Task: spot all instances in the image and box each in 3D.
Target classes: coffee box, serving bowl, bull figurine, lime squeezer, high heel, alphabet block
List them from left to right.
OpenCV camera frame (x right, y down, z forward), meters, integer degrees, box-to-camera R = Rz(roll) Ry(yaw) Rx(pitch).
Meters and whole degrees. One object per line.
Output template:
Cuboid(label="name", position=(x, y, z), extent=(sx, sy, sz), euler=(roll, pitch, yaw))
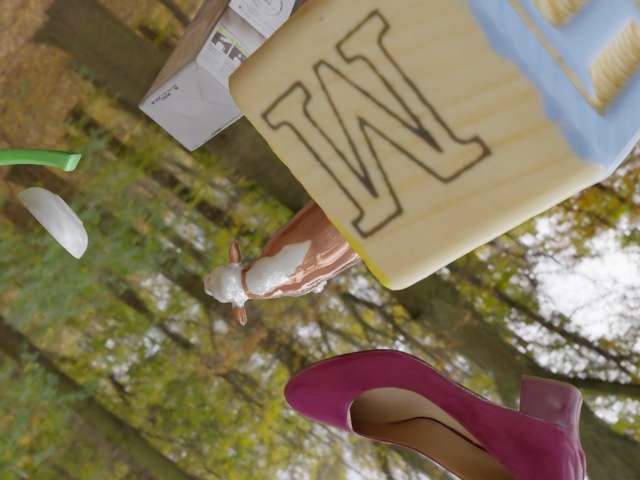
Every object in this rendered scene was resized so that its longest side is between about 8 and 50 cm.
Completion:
Cuboid(label="lime squeezer", position=(-0.351, -0.126, 0.947), extent=(0.059, 0.310, 0.110), euler=(-27, 152, -44))
Cuboid(label="serving bowl", position=(-0.250, -0.022, 0.970), extent=(0.027, 0.083, 0.083), euler=(-43, -170, -7))
Cuboid(label="coffee box", position=(-0.123, -0.256, 1.346), extent=(0.141, 0.098, 0.246), euler=(-26, -148, 45))
Cuboid(label="bull figurine", position=(0.000, 0.000, 1.295), extent=(0.310, 0.101, 0.188), euler=(-33, 172, 15))
Cuboid(label="high heel", position=(0.118, 0.232, 1.195), extent=(0.377, 0.127, 0.181), euler=(-1, -142, 20))
Cuboid(label="alphabet block", position=(0.094, -0.114, 0.684), extent=(0.197, 0.193, 0.192), euler=(-34, -175, 44))
